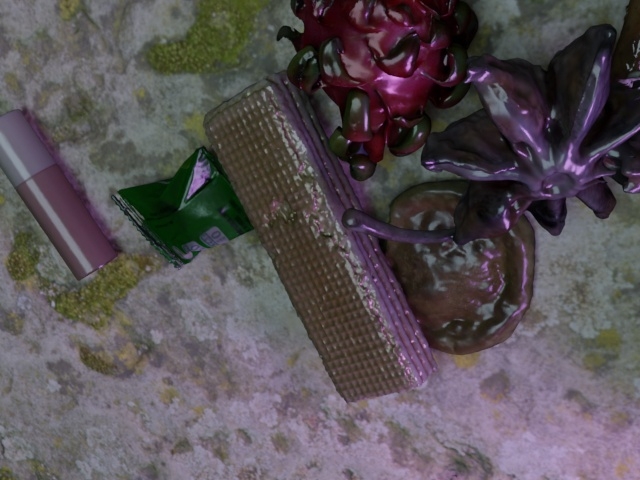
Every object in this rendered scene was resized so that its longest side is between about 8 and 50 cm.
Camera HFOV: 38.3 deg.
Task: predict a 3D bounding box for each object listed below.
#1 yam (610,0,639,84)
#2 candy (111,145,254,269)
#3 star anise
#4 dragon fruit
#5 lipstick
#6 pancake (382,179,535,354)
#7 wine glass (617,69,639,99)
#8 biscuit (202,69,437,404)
[{"bbox_3d":[0.345,-0.262,0.932,0.057,0.057,0.241,21,120,15],"label":"yam"},{"bbox_3d":[-0.182,-0.042,1.251,0.203,0.078,0.141,-26,99,36],"label":"candy"},{"bbox_3d":[0.220,-0.106,0.974,0.360,0.139,0.315,6,132,-4],"label":"star anise"},{"bbox_3d":[0.073,-0.197,1.007,0.198,0.218,0.272,17,131,60],"label":"dragon fruit"},{"bbox_3d":[-0.394,-0.065,1.339,0.070,0.070,0.254,-28,98,31],"label":"lipstick"},{"bbox_3d":[0.161,0.037,1.148,0.222,0.042,0.236,41,121,6],"label":"pancake"},{"bbox_3d":[0.375,-0.277,0.763,0.191,0.190,0.356,12,96,20],"label":"wine glass"},{"bbox_3d":[0.000,0.000,1.160,0.144,0.078,0.426,-23,98,40],"label":"biscuit"}]
